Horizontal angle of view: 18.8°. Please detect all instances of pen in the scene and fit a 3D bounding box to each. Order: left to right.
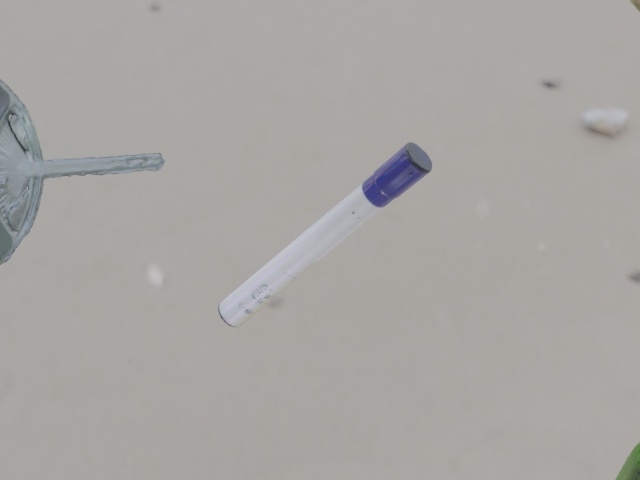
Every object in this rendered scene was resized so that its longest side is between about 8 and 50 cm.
[{"bbox_3d":[0.000,0.000,1.732,0.033,0.269,0.033,30,38,-27],"label":"pen"}]

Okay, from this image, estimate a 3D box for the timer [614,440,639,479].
[{"bbox_3d":[0.278,0.193,1.386,0.140,0.128,0.047,14,36,-11],"label":"timer"}]

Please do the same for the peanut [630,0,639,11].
[{"bbox_3d":[0.339,-0.221,1.492,0.253,0.137,0.122,-5,2,13],"label":"peanut"}]

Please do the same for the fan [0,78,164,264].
[{"bbox_3d":[-0.300,-0.032,1.639,0.294,0.223,0.012,27,-2,-30],"label":"fan"}]
